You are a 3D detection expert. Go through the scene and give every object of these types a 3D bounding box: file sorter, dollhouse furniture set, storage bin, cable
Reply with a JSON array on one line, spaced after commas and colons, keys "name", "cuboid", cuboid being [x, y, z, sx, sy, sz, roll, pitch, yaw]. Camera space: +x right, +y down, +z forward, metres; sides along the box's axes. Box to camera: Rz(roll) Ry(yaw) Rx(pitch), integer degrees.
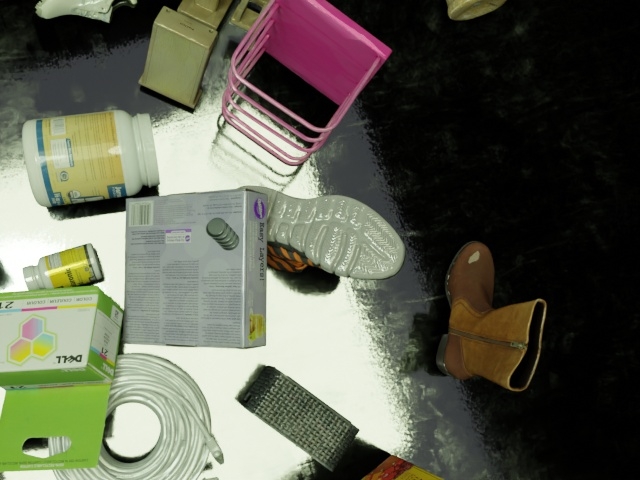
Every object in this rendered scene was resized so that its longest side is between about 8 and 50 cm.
[{"name": "file sorter", "cuboid": [-0.046, -0.261, 1.218, 0.202, 0.290, 0.182, 35, 80, -6]}, {"name": "dollhouse furniture set", "cuboid": [-0.218, -0.388, 1.298, 0.212, 0.161, 0.242, 24, 56, -8]}, {"name": "storage bin", "cuboid": [-0.036, 0.297, 1.226, 0.180, 0.122, 0.084, 38, 77, -5]}, {"name": "cable", "cuboid": [-0.306, 0.313, 1.184, 0.257, 0.089, 0.257, -18, 86, -13]}]

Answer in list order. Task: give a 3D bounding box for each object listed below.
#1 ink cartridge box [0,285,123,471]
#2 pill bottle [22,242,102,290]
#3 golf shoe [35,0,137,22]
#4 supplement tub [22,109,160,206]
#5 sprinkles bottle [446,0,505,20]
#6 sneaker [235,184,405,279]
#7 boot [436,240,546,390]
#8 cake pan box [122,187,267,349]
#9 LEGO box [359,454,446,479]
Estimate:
[{"name": "ink cartridge box", "cuboid": [-0.418, 0.208, 1.100, 0.188, 0.097, 0.255, -5, 60, 8]}, {"name": "pill bottle", "cuboid": [-0.428, 0.050, 1.205, 0.116, 0.065, 0.065, -17, 86, -13]}, {"name": "golf shoe", "cuboid": [-0.407, -0.418, 1.276, 0.176, 0.069, 0.086, -29, 95, -13]}, {"name": "supplement tub", "cuboid": [-0.375, -0.138, 1.201, 0.199, 0.144, 0.144, -9, 84, -13]}, {"name": "sprinkles bottle", "cuboid": [0.261, -0.618, 1.419, 0.121, 0.121, 0.356, -14, 86, -14]}, {"name": "sneaker", "cuboid": [0.000, 0.000, 1.231, 0.321, 0.180, 0.125, 20, 77, 20]}, {"name": "boot", "cuboid": [0.291, 0.114, 1.240, 0.096, 0.280, 0.264, 23, 78, -8]}, {"name": "cake pan box", "cuboid": [-0.210, 0.048, 1.172, 0.266, 0.070, 0.246, -3, 84, 29]}, {"name": "LEGO box", "cuboid": [0.020, 0.571, 1.072, 0.500, 0.372, 0.193, -34, 90, -15]}]
